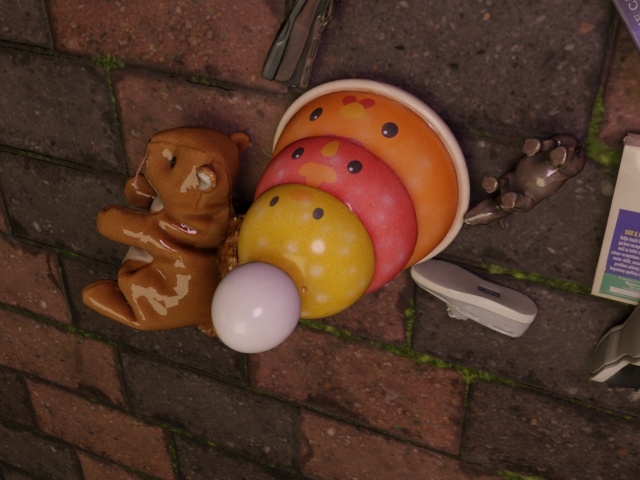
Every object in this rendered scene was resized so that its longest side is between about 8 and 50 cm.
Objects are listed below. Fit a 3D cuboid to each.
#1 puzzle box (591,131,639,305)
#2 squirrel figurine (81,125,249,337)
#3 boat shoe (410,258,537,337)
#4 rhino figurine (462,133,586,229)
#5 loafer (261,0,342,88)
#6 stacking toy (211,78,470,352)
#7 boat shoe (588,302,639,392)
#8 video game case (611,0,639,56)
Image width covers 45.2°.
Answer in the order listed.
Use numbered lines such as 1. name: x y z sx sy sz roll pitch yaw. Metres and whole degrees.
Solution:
1. puzzle box: 0.617 0.006 1.092 0.408 0.052 0.272 14 128 20
2. squirrel figurine: -0.200 -0.013 1.413 0.397 0.281 0.370 29 119 5
3. boat shoe: 0.257 0.107 1.339 0.227 0.079 0.081 22 125 9
4. rhino figurine: 0.303 -0.079 1.174 0.243 0.106 0.073 -45 64 42
5. loafer: -0.008 -0.341 1.180 0.084 0.096 0.267 22 140 -13
6. stacking toy: 0.000 0.000 1.138 0.350 0.480 0.351 14 127 19
7. boat shoe: 0.509 0.163 1.179 0.091 0.114 0.302 19 163 5
8. video game case: 0.488 -0.313 0.896 0.274 0.026 0.196 -33 72 41
